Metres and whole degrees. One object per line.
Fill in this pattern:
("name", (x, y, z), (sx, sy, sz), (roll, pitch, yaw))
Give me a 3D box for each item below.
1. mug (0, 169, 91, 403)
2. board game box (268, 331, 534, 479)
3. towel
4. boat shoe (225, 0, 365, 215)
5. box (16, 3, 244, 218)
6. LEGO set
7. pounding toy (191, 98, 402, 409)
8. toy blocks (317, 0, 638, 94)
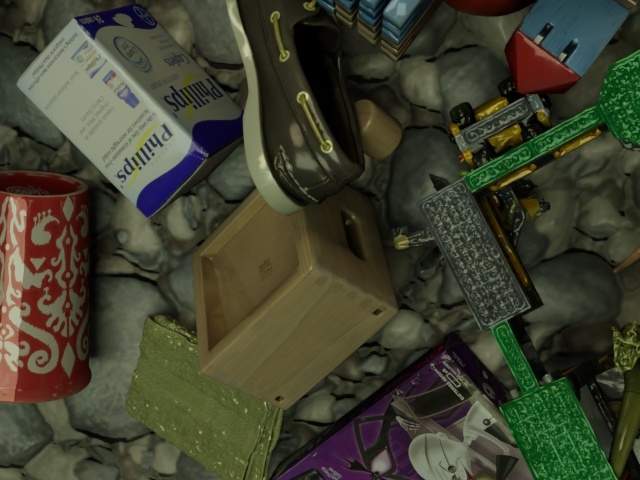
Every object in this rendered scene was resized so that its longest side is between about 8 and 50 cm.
("mug", (-0.258, 0.031, 0.937), (0.150, 0.113, 0.169), (10, 106, 10))
("board game box", (0.144, 0.266, 0.937), (0.347, 0.056, 0.208), (47, 117, -3))
("towel", (-0.097, 0.134, 0.954), (0.148, 0.027, 0.110), (27, 115, 21))
("boat shoe", (-0.015, -0.129, 0.790), (0.069, 0.081, 0.227), (-21, 63, 25))
("box", (-0.132, -0.101, 0.851), (0.137, 0.126, 0.072), (46, 111, -3))
("LEGO set", (0.217, 0.042, 0.787), (0.255, 0.192, 0.331), (-36, 78, 16))
("pounding toy", (0.003, -0.010, 0.851), (0.094, 0.181, 0.206), (29, 121, -31))
("toy blocks", (0.074, -0.228, 0.668), (0.381, 0.191, 0.261), (37, 88, 3))
